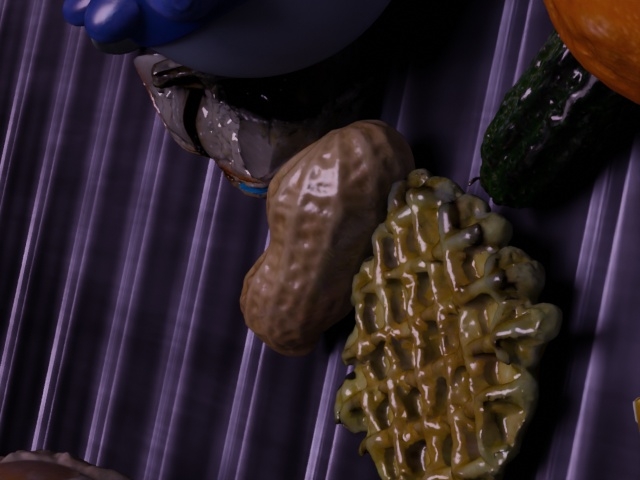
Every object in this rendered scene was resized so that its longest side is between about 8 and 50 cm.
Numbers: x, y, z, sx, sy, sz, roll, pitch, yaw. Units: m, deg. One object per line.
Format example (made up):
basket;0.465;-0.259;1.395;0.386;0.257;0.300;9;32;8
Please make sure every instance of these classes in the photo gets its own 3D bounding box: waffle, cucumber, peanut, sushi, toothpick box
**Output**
waffle;0.077;0.066;1.120;0.223;0.054;0.204;-131;48;-55
cucumber;0.163;-0.103;1.018;0.265;0.077;0.077;-53;37;36
peanut;0.000;0.000;1.240;0.194;0.093;0.083;-60;22;27
sushi;-0.059;-0.094;1.373;0.273;0.134;0.109;3;113;51
toothpick box;-0.073;-0.238;1.245;0.355;0.263;0.263;-123;51;-66

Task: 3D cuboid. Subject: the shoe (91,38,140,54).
shoe;-0.169;-0.263;1.651;0.078;0.079;0.195;57;134;35

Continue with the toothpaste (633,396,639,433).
toothpaste;0.264;0.049;0.788;0.313;0.071;0.089;-41;43;47

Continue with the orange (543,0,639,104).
orange;0.210;-0.159;0.791;0.240;0.240;0.240;-31;53;53

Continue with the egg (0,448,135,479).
egg;-0.219;0.306;1.344;0.279;0.279;0.310;-28;57;54
